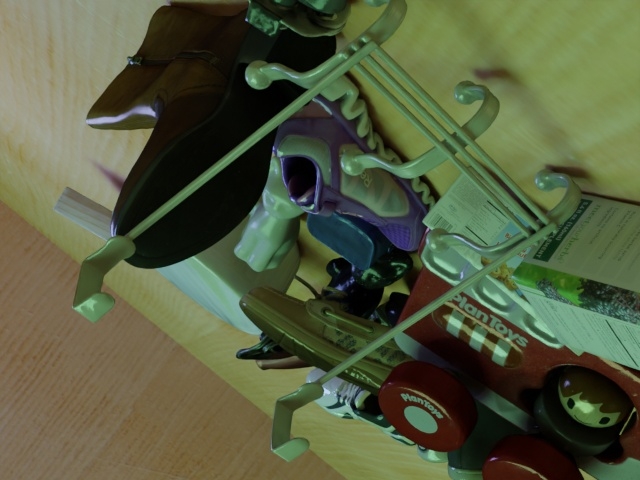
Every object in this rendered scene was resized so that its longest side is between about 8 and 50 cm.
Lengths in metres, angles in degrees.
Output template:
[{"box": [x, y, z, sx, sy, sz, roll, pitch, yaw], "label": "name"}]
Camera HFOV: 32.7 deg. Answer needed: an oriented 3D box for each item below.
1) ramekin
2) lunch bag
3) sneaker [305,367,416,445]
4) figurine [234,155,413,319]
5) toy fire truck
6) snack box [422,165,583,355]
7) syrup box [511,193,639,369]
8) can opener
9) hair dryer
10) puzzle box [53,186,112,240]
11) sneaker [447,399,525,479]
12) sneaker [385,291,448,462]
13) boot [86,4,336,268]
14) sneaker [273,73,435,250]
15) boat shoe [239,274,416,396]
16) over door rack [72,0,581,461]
[{"box": [-0.149, 0.003, 1.534, 0.273, 0.127, 0.273, 36, 164, 12], "label": "ramekin"}, {"box": [0.042, -0.022, 1.159, 0.098, 0.065, 0.067, 35, 149, 14], "label": "lunch bag"}, {"box": [0.067, 0.252, 1.822, 0.235, 0.094, 0.153, 30, 161, 28], "label": "sneaker"}, {"box": [0.000, 0.000, 1.301, 0.215, 0.092, 0.209, 38, 156, 1], "label": "figurine"}, {"box": [0.208, 0.117, 1.046, 0.302, 0.169, 0.254, 34, 145, 13], "label": "toy fire truck"}, {"box": [0.176, 0.017, 0.941, 0.178, 0.064, 0.022, 41, -161, 9], "label": "snack box"}, {"box": [0.267, 0.044, 0.789, 0.237, 0.093, 0.096, 17, 154, 52], "label": "syrup box"}, {"box": [-0.089, -0.245, 0.846, 0.280, 0.074, 0.093, 33, 129, 14], "label": "can opener"}, {"box": [-0.031, 0.131, 1.534, 0.293, 0.224, 0.080, 131, 131, -66], "label": "hair dryer"}, {"box": [-0.247, 0.042, 1.896, 0.409, 0.052, 0.272, 26, 173, 37], "label": "puzzle box"}, {"box": [0.242, 0.197, 1.232, 0.083, 0.222, 0.118, 6, 100, 59], "label": "sneaker"}, {"box": [0.163, 0.202, 1.374, 0.330, 0.146, 0.122, 50, 164, -31], "label": "sneaker"}, {"box": [-0.148, -0.109, 0.968, 0.096, 0.264, 0.280, 37, 167, -37], "label": "boot"}, {"box": [0.021, -0.058, 1.032, 0.095, 0.104, 0.236, 17, 155, 49], "label": "sneaker"}, {"box": [0.043, 0.116, 1.274, 0.285, 0.089, 0.104, 27, 166, 4], "label": "boat shoe"}, {"box": [0.002, -0.012, 0.841, 0.239, 0.324, 0.108, 40, -165, -28], "label": "over door rack"}]
